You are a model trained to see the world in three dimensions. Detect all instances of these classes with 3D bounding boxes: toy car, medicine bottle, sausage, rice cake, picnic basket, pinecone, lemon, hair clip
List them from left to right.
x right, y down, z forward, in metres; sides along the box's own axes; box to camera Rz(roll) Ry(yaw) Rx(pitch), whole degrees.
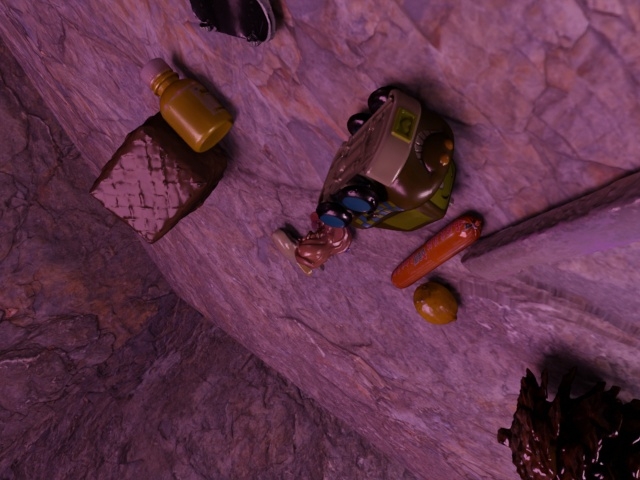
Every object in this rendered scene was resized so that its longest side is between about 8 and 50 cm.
[{"bbox_3d":[-0.403,-0.184,1.191,0.291,0.321,0.254,-40,109,20],"label":"picnic basket"},{"bbox_3d":[-0.314,-0.317,1.043,0.212,0.122,0.122,47,154,-5],"label":"medicine bottle"},{"bbox_3d":[-0.152,-0.397,0.772,0.205,0.056,0.095,26,149,25],"label":"toy car"},{"bbox_3d":[-0.060,0.031,1.272,0.219,0.071,0.159,24,150,42],"label":"hair clip"},{"bbox_3d":[0.124,-0.100,0.719,0.198,0.204,0.248,24,159,-14],"label":"toy car"},{"bbox_3d":[0.214,0.031,0.889,0.053,0.053,0.347,42,154,4],"label":"sausage"},{"bbox_3d":[0.247,0.137,0.966,0.111,0.082,0.082,44,154,-10],"label":"lemon"},{"bbox_3d":[0.342,-0.012,0.634,0.070,0.064,0.399,37,155,-7],"label":"rice cake"},{"bbox_3d":[0.473,0.366,0.805,0.296,0.242,0.298,22,153,42],"label":"pinecone"}]

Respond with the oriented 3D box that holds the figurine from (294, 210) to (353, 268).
[{"bbox_3d":[0.008,-0.005,1.039,0.114,0.157,0.126,-25,105,40],"label":"figurine"}]
